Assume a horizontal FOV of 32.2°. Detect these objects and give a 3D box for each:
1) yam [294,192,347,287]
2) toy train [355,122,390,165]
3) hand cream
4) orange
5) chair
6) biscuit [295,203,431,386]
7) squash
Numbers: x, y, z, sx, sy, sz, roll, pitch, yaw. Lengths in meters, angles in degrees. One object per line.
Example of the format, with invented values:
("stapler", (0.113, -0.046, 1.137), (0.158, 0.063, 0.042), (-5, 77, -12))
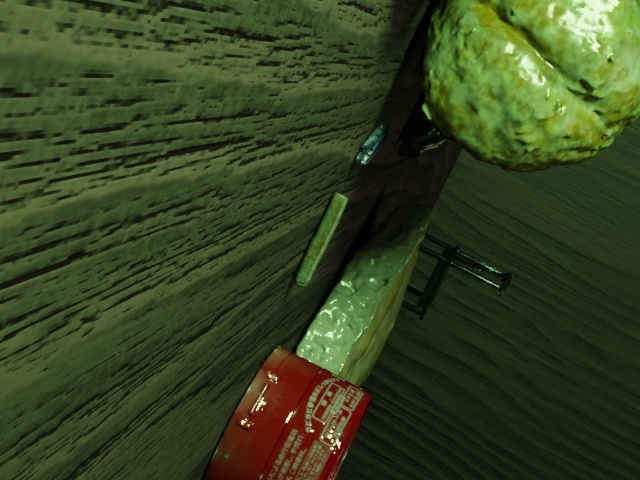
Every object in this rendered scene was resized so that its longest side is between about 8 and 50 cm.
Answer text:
("yam", (0.000, 0.000, 1.250), (0.116, 0.021, 0.021), (-66, 173, 9))
("toy train", (0.061, -0.113, 1.295), (0.083, 0.017, 0.017), (-54, 166, -53))
("hand cream", (-0.040, 0.262, 1.415), (0.230, 0.149, 0.230), (24, 90, -81))
("orange", (0.289, -0.243, 1.263), (0.210, 0.271, 0.369), (-17, -148, 53))
("chair", (0.224, 0.071, 2.150), (0.141, 0.260, 0.154), (-65, 173, 15))
("biscuit", (0.041, 0.164, 1.822), (0.429, 0.104, 0.446), (-60, 169, -22))
("squash", (0.219, -0.228, 1.661), (0.287, 0.137, 0.137), (-57, 173, 0))
